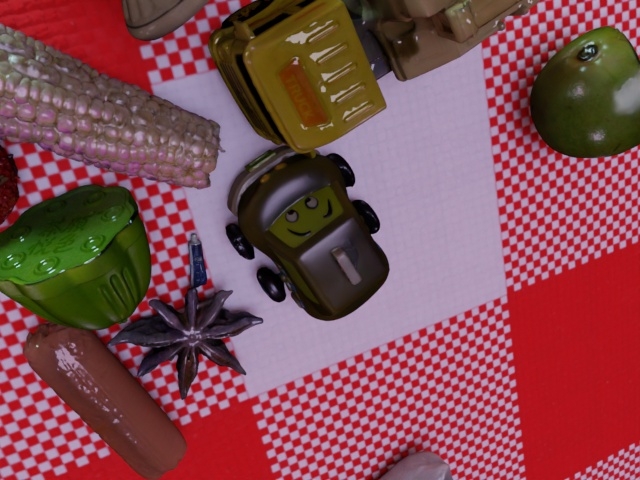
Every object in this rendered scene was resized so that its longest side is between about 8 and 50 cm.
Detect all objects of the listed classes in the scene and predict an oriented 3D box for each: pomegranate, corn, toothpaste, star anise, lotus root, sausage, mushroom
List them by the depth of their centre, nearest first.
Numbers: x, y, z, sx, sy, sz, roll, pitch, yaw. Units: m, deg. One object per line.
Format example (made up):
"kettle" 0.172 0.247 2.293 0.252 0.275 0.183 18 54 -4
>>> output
"corn" -0.274 -0.142 0.653 0.335 0.127 0.126 20 98 -27
"lotus root" -0.279 0.046 0.694 0.186 0.186 0.186 -6 108 -19
"sausage" -0.289 0.222 0.774 0.086 0.086 0.289 -35 114 -8
"toothpaste" -0.176 0.030 0.797 0.027 0.019 0.083 -17 116 -34
"star anise" -0.183 0.141 0.803 0.205 0.061 0.180 -24 114 -13
"pomegranate" 0.419 -0.219 0.887 0.159 0.241 0.189 -27 93 25
"mushroom" 0.111 0.477 0.999 0.270 0.103 0.118 -26 113 -6

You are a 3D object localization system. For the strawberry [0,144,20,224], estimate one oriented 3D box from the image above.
"strawberry" -0.422 -0.064 0.637 0.145 0.086 0.145 -7 108 -21

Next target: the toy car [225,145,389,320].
"toy car" 0.000 0.000 0.755 0.204 0.198 0.247 -36 114 -7

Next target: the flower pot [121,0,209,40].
"flower pot" -0.202 -0.353 0.532 0.244 0.307 0.307 34 92 -42

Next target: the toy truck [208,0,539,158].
"toy truck" 0.080 -0.269 0.684 0.405 0.254 0.180 -33 119 -6
